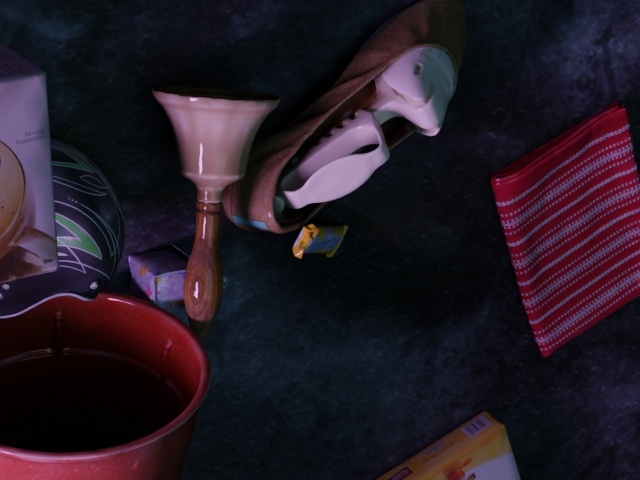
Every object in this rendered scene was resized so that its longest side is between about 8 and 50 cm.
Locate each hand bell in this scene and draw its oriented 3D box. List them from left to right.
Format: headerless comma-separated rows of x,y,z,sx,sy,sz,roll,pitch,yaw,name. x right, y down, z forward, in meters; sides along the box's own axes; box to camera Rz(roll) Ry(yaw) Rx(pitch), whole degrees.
-0.111,-0.025,1.660,0.126,0.126,0.242,-1,101,-32,hand bell

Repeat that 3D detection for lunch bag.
-0.146,0.036,1.728,0.083,0.071,0.053,-7,111,-27,lunch bag

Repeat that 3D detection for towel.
0.312,-0.012,2.018,0.199,0.031,0.275,-31,124,-16,towel

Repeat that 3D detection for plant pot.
-0.249,0.230,1.649,0.272,0.272,0.265,-12,125,-27,plant pot

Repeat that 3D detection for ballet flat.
0.048,-0.121,1.744,0.342,0.124,0.116,-38,125,-12,ballet flat

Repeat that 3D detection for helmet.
-0.266,-0.016,1.574,0.161,0.169,0.169,-17,120,-6,helmet

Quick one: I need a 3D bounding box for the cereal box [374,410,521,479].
0.174,0.347,2.083,0.173,0.047,0.240,-31,124,-16,cereal box

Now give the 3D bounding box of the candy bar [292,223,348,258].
0.000,0.000,1.783,0.040,0.018,0.161,-59,169,7,candy bar

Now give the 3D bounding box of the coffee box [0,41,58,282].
-0.357,-0.039,1.259,0.297,0.119,0.168,-13,117,-30,coffee box
